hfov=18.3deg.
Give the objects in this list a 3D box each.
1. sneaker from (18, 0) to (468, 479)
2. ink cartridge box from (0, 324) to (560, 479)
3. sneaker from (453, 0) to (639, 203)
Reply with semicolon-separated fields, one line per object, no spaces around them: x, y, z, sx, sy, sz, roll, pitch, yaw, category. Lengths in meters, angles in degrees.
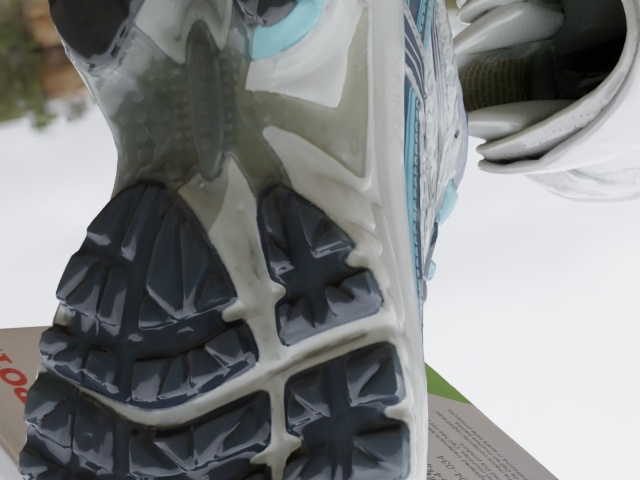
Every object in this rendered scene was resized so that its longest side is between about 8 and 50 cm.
0.000;0.000;0.523;0.110;0.283;0.122;1;179;29;sneaker
-0.042;0.132;0.938;0.273;0.114;0.198;-2;-149;-39;ink cartridge box
0.108;-0.073;0.843;0.169;0.108;0.292;-5;173;-22;sneaker
